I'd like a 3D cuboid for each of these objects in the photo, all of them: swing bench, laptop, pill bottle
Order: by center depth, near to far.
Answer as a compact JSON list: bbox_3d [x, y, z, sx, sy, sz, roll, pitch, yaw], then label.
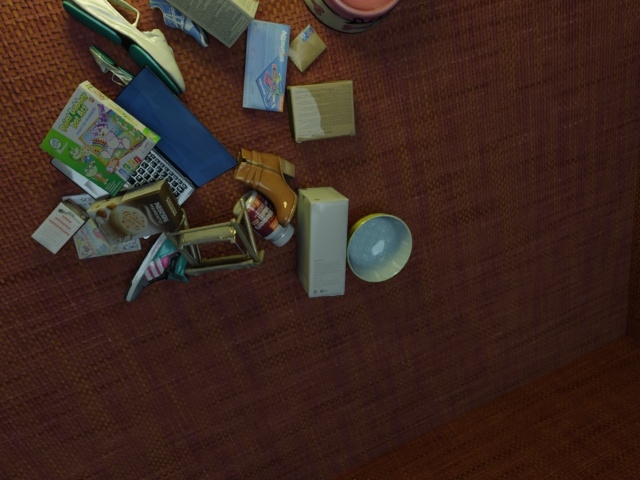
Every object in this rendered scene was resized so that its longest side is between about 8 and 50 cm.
[{"bbox_3d":[-0.557,-0.247,1.347,0.408,0.236,0.382,-47,117,-7],"label":"laptop"},{"bbox_3d":[-0.361,0.014,1.495,0.252,0.165,0.255,-9,123,10],"label":"swing bench"},{"bbox_3d":[-0.210,-0.080,1.599,0.221,0.121,0.121,41,93,-27],"label":"pill bottle"}]

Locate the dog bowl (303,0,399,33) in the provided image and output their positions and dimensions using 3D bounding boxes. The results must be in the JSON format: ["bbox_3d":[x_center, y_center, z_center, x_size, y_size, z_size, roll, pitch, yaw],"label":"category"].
[{"bbox_3d":[0.125,-0.909,1.385,0.407,0.150,0.409,-6,112,-16],"label":"dog bowl"}]

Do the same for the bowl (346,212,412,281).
[{"bbox_3d":[0.216,0.011,1.761,0.289,0.156,0.290,-7,111,-17],"label":"bowl"}]

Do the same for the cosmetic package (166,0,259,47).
[{"bbox_3d":[-0.343,-0.743,1.251,0.296,0.153,0.129,29,54,-33],"label":"cosmetic package"}]

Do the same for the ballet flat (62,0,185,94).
[{"bbox_3d":[-0.558,-0.620,1.282,0.400,0.139,0.139,36,96,-26],"label":"ballet flat"}]

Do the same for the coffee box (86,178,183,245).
[{"bbox_3d":[-0.595,-0.090,1.377,0.246,0.098,0.141,-15,123,7],"label":"coffee box"}]

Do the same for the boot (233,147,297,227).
[{"bbox_3d":[-0.196,-0.192,1.503,0.220,0.109,0.284,13,67,-30],"label":"boot"}]

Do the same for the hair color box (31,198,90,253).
[{"bbox_3d":[-0.858,-0.046,1.405,0.167,0.053,0.093,-41,108,13],"label":"hair color box"}]

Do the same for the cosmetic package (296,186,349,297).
[{"bbox_3d":[0.000,0.000,1.652,0.156,0.217,0.386,-4,113,-17],"label":"cosmetic package"}]

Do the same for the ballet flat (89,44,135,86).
[{"bbox_3d":[-0.647,-0.529,1.317,0.168,0.057,0.052,36,105,-26],"label":"ballet flat"}]

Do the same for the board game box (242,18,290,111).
[{"bbox_3d":[-0.189,-0.596,1.458,0.144,0.027,0.282,3,109,-14],"label":"board game box"}]

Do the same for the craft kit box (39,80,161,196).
[{"bbox_3d":[-0.656,-0.295,1.270,0.246,0.061,0.250,39,113,-21],"label":"craft kit box"}]

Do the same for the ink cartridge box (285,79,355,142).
[{"bbox_3d":[0.003,-0.472,1.542,0.234,0.088,0.194,-11,114,-16],"label":"ink cartridge box"}]

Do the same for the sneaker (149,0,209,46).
[{"bbox_3d":[-0.435,-0.686,1.323,0.081,0.080,0.211,-43,108,7],"label":"sneaker"}]

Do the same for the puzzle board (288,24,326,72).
[{"bbox_3d":[-0.054,-0.674,1.490,0.128,0.011,0.096,-45,116,1],"label":"puzzle board"}]

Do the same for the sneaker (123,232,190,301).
[{"bbox_3d":[-0.574,0.126,1.558,0.178,0.124,0.296,32,96,-17],"label":"sneaker"}]

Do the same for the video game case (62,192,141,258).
[{"bbox_3d":[-0.753,-0.058,1.474,0.206,0.026,0.227,-9,113,-15],"label":"video game case"}]
